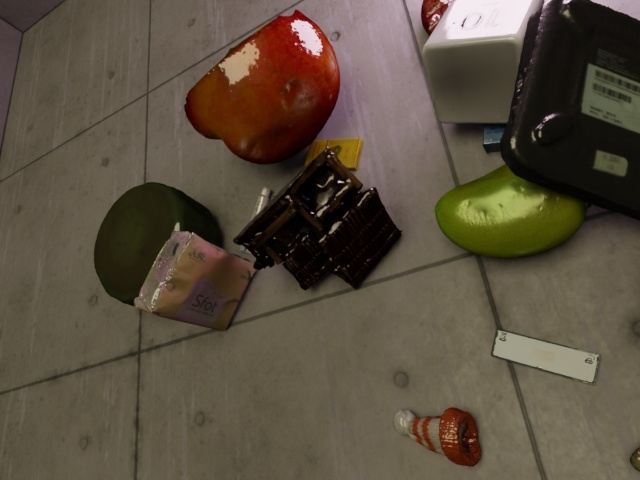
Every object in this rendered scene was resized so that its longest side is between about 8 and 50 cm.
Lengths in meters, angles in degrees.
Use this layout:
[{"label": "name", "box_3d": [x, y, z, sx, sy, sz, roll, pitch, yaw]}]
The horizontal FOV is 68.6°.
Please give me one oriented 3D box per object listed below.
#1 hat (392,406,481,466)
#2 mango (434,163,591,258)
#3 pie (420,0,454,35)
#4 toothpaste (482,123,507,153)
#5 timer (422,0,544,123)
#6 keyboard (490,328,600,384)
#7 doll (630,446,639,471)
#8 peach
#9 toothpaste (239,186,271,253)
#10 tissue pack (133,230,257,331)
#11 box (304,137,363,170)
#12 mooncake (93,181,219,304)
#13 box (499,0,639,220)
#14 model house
[{"label": "hat", "box_3d": [0.208, 0.361, 0.886, 0.163, 0.112, 0.093, -11, 39, 38]}, {"label": "mango", "box_3d": [0.371, -0.055, 0.901, 0.273, 0.149, 0.185, -27, 73, 18]}, {"label": "pie", "box_3d": [0.355, -0.585, 1.172, 0.205, 0.054, 0.218, -21, 64, 22]}, {"label": "toothpaste", "box_3d": [0.480, -0.229, 0.964, 0.273, 0.053, 0.066, 0, 76, 30]}, {"label": "timer", "box_3d": [0.347, -0.378, 0.979, 0.193, 0.194, 0.194, 9, 53, 33]}, {"label": "keyboard", "box_3d": [0.409, 0.211, 0.861, 0.176, 0.014, 0.055, 10, 78, 33]}, {"label": "doll", "box_3d": [0.612, 0.267, 0.682, 0.203, 0.091, 0.285, 25, 87, 46]}, {"label": "peach", "box_3d": [-0.133, -0.373, 1.226, 0.406, 0.310, 0.335, -39, 19, 0]}, {"label": "toothpaste", "box_3d": [-0.178, -0.057, 1.304, 0.048, 0.031, 0.190, 14, 83, 31]}, {"label": "tissue pack", "box_3d": [-0.307, 0.104, 1.180, 0.123, 0.257, 0.214, 21, 83, 38]}, {"label": "box", "box_3d": [0.033, -0.228, 1.246, 0.155, 0.023, 0.086, 5, 72, 32]}, {"label": "mooncake", "box_3d": [-0.464, 0.022, 1.346, 0.357, 0.194, 0.355, -8, 72, 27]}, {"label": "box", "box_3d": [0.501, -0.223, 0.809, 0.360, 0.091, 0.349, 18, 76, -7]}, {"label": "model house", "box_3d": [0.000, 0.000, 1.051, 0.282, 0.297, 0.317, 44, 92, -9]}]
